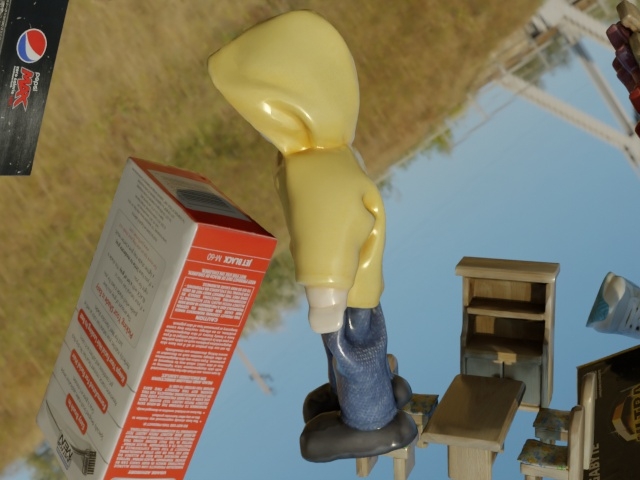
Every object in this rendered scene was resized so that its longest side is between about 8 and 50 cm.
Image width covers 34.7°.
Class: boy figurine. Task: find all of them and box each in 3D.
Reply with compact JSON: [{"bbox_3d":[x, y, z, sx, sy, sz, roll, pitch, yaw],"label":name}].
[{"bbox_3d":[0.000,0.000,0.656,0.092,0.285,0.177,-12,-160,5],"label":"boy figurine"}]

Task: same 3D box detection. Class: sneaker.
[{"bbox_3d":[0.455,0.102,1.488,0.228,0.092,0.087,3,110,-57],"label":"sneaker"}]

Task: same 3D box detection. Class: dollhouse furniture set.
[{"bbox_3d":[0.169,0.130,1.036,0.212,0.161,0.242,4,-163,20],"label":"dollhouse furniture set"}]

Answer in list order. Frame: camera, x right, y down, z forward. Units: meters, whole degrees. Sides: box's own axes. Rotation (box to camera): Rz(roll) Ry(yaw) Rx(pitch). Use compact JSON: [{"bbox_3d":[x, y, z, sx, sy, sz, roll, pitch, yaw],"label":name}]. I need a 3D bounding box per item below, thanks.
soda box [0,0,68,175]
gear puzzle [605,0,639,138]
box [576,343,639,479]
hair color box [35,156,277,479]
[{"bbox_3d":[-0.261,-0.140,0.848,0.060,0.053,0.169,-5,118,-53],"label":"soda box"},{"bbox_3d":[0.243,-0.005,0.595,0.044,0.175,0.339,-42,-155,30],"label":"gear puzzle"},{"bbox_3d":[0.445,0.225,1.252,0.257,0.079,0.322,-22,-162,23],"label":"box"},{"bbox_3d":[-0.091,0.052,0.544,0.093,0.053,0.167,40,-68,49],"label":"hair color box"}]
